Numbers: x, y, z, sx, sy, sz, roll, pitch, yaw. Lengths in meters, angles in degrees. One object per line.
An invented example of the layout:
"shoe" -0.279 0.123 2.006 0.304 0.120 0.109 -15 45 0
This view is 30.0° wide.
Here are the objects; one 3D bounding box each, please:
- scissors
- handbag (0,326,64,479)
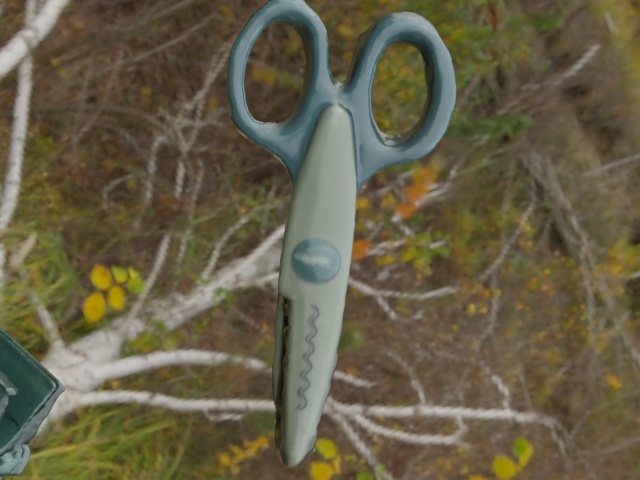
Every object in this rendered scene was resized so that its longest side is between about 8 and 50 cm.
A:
"scissors" 0.000 0.000 0.729 0.041 0.138 0.289 -115 -148 -78
"handbag" -0.353 0.143 0.885 0.274 0.268 0.100 38 6 35
